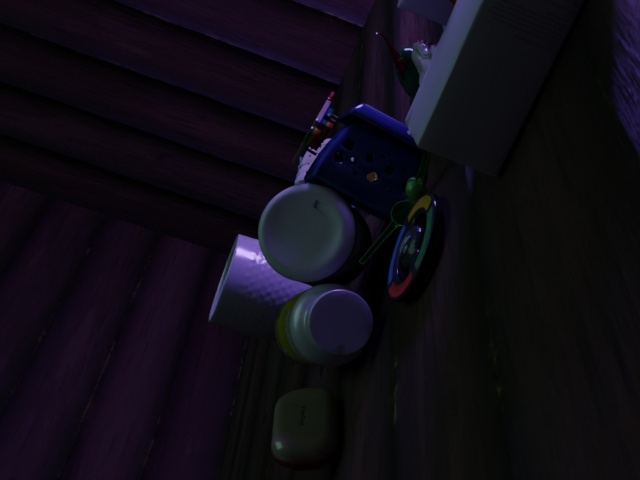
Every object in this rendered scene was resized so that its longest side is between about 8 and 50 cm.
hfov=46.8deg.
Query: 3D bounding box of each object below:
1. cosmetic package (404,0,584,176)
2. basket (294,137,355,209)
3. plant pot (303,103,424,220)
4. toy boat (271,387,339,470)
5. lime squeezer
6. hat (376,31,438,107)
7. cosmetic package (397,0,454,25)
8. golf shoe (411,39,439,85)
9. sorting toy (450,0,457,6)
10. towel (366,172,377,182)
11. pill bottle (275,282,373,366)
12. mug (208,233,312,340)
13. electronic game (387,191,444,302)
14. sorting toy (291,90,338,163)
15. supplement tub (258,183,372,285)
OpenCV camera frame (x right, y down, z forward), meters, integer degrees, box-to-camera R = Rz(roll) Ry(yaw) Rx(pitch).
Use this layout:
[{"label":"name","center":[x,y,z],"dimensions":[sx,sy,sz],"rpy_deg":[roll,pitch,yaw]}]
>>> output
[{"label":"cosmetic package","center":[0.282,-0.315,1.210],"dimensions":[0.197,0.155,0.365],"rpy_deg":[-90,20,-66]},{"label":"basket","center":[0.036,-0.163,2.278],"dimensions":[0.289,0.201,0.254],"rpy_deg":[57,-146,-46]},{"label":"plant pot","center":[0.114,-0.189,1.762],"dimensions":[0.212,0.236,0.236],"rpy_deg":[-64,8,0]},{"label":"toy boat","center":[-0.026,0.446,1.677],"dimensions":[0.231,0.151,0.151],"rpy_deg":[-87,-11,-60]},{"label":"lime squeezer","center":[0.178,-0.085,1.572],"dimensions":[0.059,0.110,0.310],"rpy_deg":[50,126,34]},{"label":"hat","center":[0.199,-0.472,1.940],"dimensions":[0.208,0.183,0.173],"rpy_deg":[118,168,-46]},{"label":"cosmetic package","center":[0.320,-0.669,1.705],"dimensions":[0.385,0.156,0.217],"rpy_deg":[169,117,-79]},{"label":"golf shoe","center":[0.253,-0.371,1.655],"dimensions":[0.306,0.115,0.140],"rpy_deg":[-97,23,-73]},{"label":"sorting toy","center":[0.275,-0.495,1.446],"dimensions":[0.127,0.126,0.365],"rpy_deg":[-66,-6,18]},{"label":"towel","center":[0.144,-0.183,2.216],"dimensions":[0.237,0.021,0.102],"rpy_deg":[-88,20,-63]},{"label":"pill bottle","center":[0.009,0.198,1.714],"dimensions":[0.334,0.188,0.188],"rpy_deg":[145,142,-75]},{"label":"mug","center":[-0.116,0.118,2.183],"dimensions":[0.276,0.328,0.374],"rpy_deg":[-104,34,-74]},{"label":"electronic game","center":[0.185,0.013,1.473],"dimensions":[0.229,0.048,0.229],"rpy_deg":[-161,90,-81]},{"label":"sorting toy","center":[-0.006,-0.263,1.811],"dimensions":[0.132,0.046,0.274],"rpy_deg":[-56,7,34]},{"label":"supplement tub","center":[0.000,0.000,1.795],"dimensions":[0.316,0.228,0.228],"rpy_deg":[30,-102,-73]}]
